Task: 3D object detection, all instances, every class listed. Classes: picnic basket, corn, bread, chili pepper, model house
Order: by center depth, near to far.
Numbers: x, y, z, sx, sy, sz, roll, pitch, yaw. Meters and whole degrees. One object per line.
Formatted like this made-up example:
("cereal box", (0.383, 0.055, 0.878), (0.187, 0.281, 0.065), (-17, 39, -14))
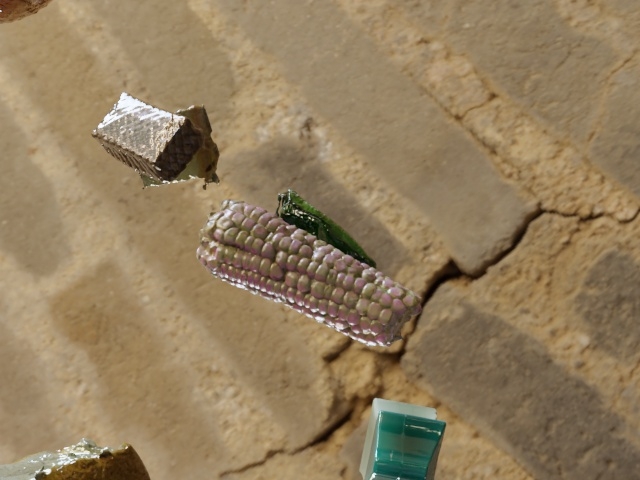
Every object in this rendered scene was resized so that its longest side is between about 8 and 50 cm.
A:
("corn", (-0.020, 0.048, 1.297), (0.335, 0.126, 0.127), (25, -56, 14))
("model house", (0.117, 0.305, 1.303), (0.100, 0.149, 0.127), (10, -85, 0))
("picnic basket", (-0.269, -0.163, 1.413), (0.193, 0.110, 0.055), (26, -16, 37))
("bread", (-0.432, 0.461, 1.476), (0.225, 0.279, 0.250), (-16, -98, 41))
("chili pepper", (-0.002, 0.001, 1.522), (0.216, 0.062, 0.108), (35, -57, 20))
("bread", (-0.259, -0.173, 1.641), (0.127, 0.147, 0.152), (-114, -163, -56))

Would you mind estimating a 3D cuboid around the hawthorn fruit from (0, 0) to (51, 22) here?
("hawthorn fruit", (-0.378, -0.406, 1.021), (0.275, 0.275, 0.300), (49, -50, 12))
